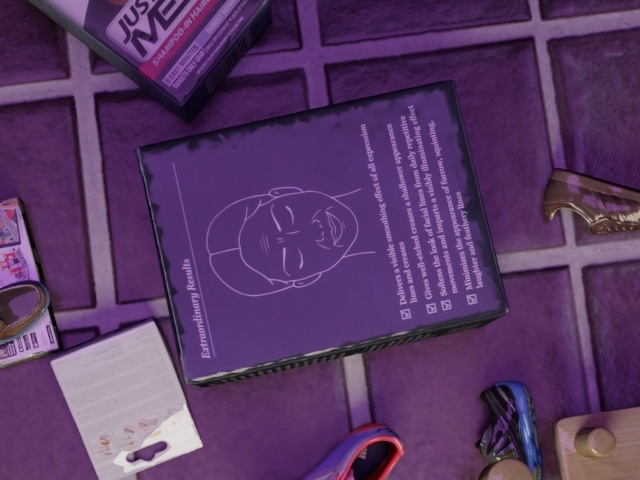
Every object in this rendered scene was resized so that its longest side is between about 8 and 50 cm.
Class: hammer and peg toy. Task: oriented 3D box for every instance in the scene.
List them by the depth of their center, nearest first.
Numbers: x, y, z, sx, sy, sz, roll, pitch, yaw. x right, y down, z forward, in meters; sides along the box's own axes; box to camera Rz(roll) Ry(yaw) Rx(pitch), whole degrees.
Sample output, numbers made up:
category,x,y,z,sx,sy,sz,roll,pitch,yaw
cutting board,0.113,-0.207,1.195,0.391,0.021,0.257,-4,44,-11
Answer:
category,x,y,z,sx,sy,sz,roll,pitch,yaw
hammer and peg toy,0.373,0.340,1.771,0.361,0.127,0.266,-8,83,-11

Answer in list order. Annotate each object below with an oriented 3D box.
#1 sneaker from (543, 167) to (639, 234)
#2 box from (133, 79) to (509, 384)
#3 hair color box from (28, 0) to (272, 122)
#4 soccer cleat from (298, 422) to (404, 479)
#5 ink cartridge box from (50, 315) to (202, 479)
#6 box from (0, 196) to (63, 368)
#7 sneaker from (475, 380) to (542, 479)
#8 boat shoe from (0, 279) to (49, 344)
category,x,y,z,sx,sy,sz,roll,pitch,yaw
sneaker,0.383,-0.037,1.883,0.188,0.066,0.071,18,99,7
box,0.000,0.000,1.794,0.395,0.212,0.293,-12,83,-2
hair color box,-0.265,-0.345,1.889,0.374,0.113,0.185,37,84,5
soccer cleat,0.006,0.323,1.792,0.248,0.095,0.083,-44,100,-14
ink cartridge box,-0.247,0.205,1.862,0.145,0.045,0.179,-21,101,-3
box,-0.416,0.058,1.873,0.114,0.036,0.207,-16,83,-2
sneaker,0.238,0.274,1.840,0.078,0.067,0.188,-8,84,20
boat shoe,-0.426,0.105,1.813,0.183,0.066,0.066,-29,84,-3
